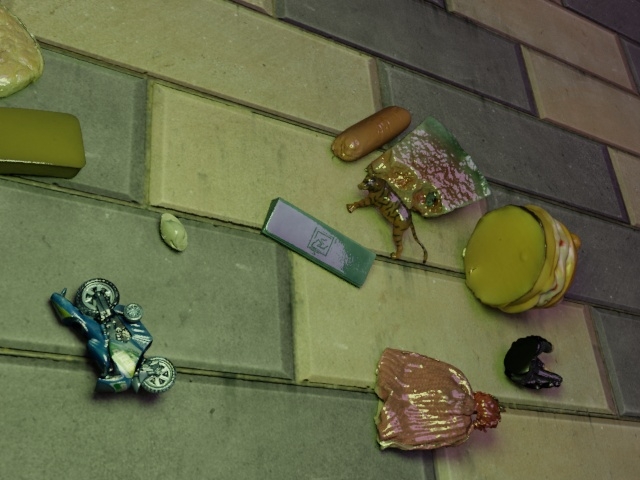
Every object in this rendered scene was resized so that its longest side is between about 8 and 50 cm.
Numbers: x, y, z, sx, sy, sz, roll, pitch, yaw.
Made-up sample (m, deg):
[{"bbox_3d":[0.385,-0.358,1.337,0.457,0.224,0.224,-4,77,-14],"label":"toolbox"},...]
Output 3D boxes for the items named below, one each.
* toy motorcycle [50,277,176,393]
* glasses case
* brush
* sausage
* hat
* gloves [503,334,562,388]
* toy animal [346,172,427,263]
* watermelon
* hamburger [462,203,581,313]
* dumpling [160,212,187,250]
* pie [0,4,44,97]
[{"bbox_3d":[-0.366,0.177,1.289,0.135,0.092,0.254,-31,75,-33],"label":"toy motorcycle"},{"bbox_3d":[0.000,0.000,1.673,0.266,0.056,0.105,30,50,-18],"label":"glasses case"},{"bbox_3d":[-0.549,-0.182,1.389,0.197,0.059,0.123,0,61,-36],"label":"brush"},{"bbox_3d":[0.134,-0.278,1.912,0.086,0.086,0.289,52,48,2],"label":"sausage"},{"bbox_3d":[0.254,0.355,1.604,0.286,0.107,0.237,8,57,-4],"label":"hat"},{"bbox_3d":[0.531,0.313,1.852,0.180,0.106,0.129,43,41,-47],"label":"gloves"},{"bbox_3d":[0.185,-0.056,1.797,0.255,0.116,0.114,47,49,-4],"label":"toy animal"},{"bbox_3d":[0.303,-0.179,1.929,0.302,0.151,0.264,-35,87,-43],"label":"watermelon"},{"bbox_3d":[0.523,0.053,1.884,0.237,0.276,0.276,11,58,-40],"label":"hamburger"},{"bbox_3d":[-0.290,-0.016,1.488,0.077,0.043,0.059,43,29,14],"label":"dumpling"},{"bbox_3d":[-0.633,-0.371,1.447,0.185,0.052,0.218,11,56,-29],"label":"pie"}]
